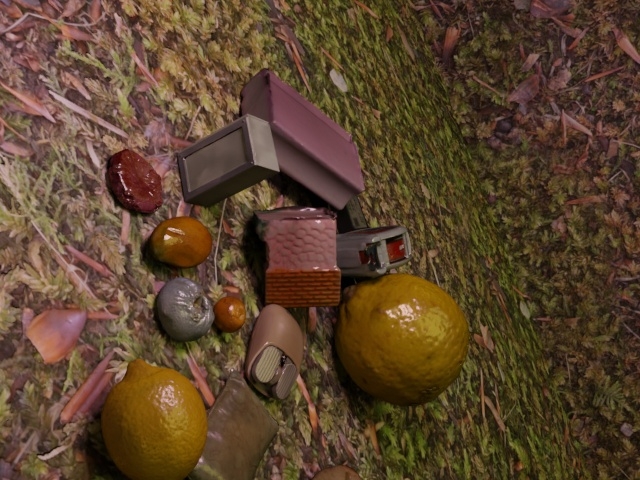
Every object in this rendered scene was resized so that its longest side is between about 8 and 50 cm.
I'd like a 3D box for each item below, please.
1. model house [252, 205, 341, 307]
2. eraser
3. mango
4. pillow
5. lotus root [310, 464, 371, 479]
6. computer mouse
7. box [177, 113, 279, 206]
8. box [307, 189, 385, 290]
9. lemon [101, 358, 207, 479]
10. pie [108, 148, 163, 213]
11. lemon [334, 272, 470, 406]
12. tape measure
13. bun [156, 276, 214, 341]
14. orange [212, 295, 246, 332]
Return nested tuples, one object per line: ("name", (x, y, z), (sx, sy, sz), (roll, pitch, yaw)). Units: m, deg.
("model house", (-0.064, 0.042, 2.018), (0.237, 0.202, 0.238), (-137, -136, -77))
("eraser", (-0.050, -0.278, 2.224), (0.359, 0.122, 0.272), (32, 34, -36))
("mango", (-0.304, 0.001, 1.740), (0.165, 0.089, 0.115), (18, 65, -49))
("pillow", (-0.185, 0.419, 1.659), (0.185, 0.075, 0.302), (56, 31, -16))
("lotus root", (0.027, 0.612, 1.822), (0.170, 0.074, 0.261), (38, 28, -2))
("computer mouse", (-0.102, 0.255, 1.895), (0.145, 0.082, 0.236), (50, 33, -29))
("box", (-0.217, -0.181, 1.857), (0.086, 0.225, 0.130), (13, 60, -54))
("box", (0.083, -0.016, 2.396), (0.211, 0.058, 0.350), (-11, 79, -61))
("lemon", (-0.294, 0.329, 1.440), (0.187, 0.186, 0.244), (-9, 84, -59))
("pie", (-0.392, -0.126, 1.726), (0.153, 0.038, 0.154), (39, 39, -42))
("lemon", (0.206, 0.253, 2.131), (0.387, 0.350, 0.350), (35, 37, -8))
("tape measure", (0.129, 0.036, 2.174), (0.246, 0.243, 0.125), (-13, 97, -41))
("bun", (-0.276, 0.140, 1.691), (0.141, 0.083, 0.141), (36, 40, -38))
("orange", (-0.204, 0.165, 1.802), (0.083, 0.070, 0.083), (20, 66, -55))
